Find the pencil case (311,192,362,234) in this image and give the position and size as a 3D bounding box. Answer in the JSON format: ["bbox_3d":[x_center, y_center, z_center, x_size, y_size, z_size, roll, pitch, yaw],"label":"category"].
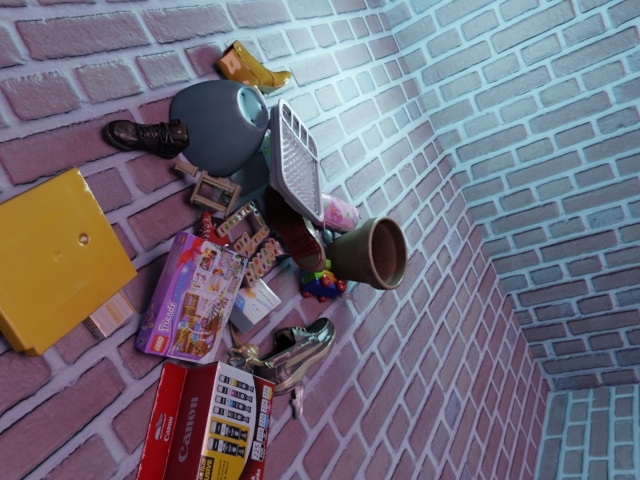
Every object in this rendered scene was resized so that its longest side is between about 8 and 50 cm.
[{"bbox_3d":[0.027,-0.099,1.971,0.284,0.124,0.124,20,59,-50],"label":"pencil case"}]

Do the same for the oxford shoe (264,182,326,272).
[{"bbox_3d":[-0.084,-0.041,1.793,0.348,0.123,0.130,67,6,20],"label":"oxford shoe"}]

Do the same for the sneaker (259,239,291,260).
[{"bbox_3d":[-0.139,0.026,1.746,0.135,0.052,0.058,15,58,-51],"label":"sneaker"}]

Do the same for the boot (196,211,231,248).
[{"bbox_3d":[-0.328,0.011,1.469,0.244,0.088,0.176,-9,78,-59],"label":"boot"}]

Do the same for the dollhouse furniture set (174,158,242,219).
[{"bbox_3d":[-0.330,-0.144,1.573,0.181,0.161,0.101,24,92,-6],"label":"dollhouse furniture set"}]

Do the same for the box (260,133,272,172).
[{"bbox_3d":[-0.110,-0.271,1.877,0.114,0.103,0.203,-25,95,-55],"label":"box"}]

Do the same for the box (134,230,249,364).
[{"bbox_3d":[-0.309,0.145,1.348,0.201,0.057,0.293,27,79,-46],"label":"box"}]

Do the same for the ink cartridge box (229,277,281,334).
[{"bbox_3d":[-0.187,0.176,1.569,0.104,0.061,0.181,47,35,5],"label":"ink cartridge box"}]

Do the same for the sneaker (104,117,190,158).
[{"bbox_3d":[-0.432,-0.279,1.418,0.227,0.130,0.087,10,65,-50],"label":"sneaker"}]

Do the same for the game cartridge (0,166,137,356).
[{"bbox_3d":[-0.554,0.037,1.125,0.285,0.052,0.324,67,31,-19],"label":"game cartridge"}]

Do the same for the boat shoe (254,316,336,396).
[{"bbox_3d":[-0.068,0.316,1.636,0.130,0.132,0.355,62,35,-10],"label":"boat shoe"}]

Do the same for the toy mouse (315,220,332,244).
[{"bbox_3d":[0.000,0.000,1.895,0.161,0.031,0.143,9,107,-50],"label":"toy mouse"}]

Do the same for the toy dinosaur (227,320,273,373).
[{"bbox_3d":[-0.215,0.306,1.504,0.183,0.053,0.092,43,43,15],"label":"toy dinosaur"}]

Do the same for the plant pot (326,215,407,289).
[{"bbox_3d":[0.152,0.056,1.960,0.263,0.229,0.263,16,70,-51],"label":"plant pot"}]

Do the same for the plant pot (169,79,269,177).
[{"bbox_3d":[-0.268,-0.354,1.620,0.290,0.195,0.290,28,53,-45],"label":"plant pot"}]

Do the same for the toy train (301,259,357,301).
[{"bbox_3d":[0.030,0.132,1.898,0.248,0.105,0.143,22,44,-48],"label":"toy train"}]

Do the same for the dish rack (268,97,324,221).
[{"bbox_3d":[-0.083,-0.236,1.685,0.285,0.072,0.333,45,34,-55],"label":"dish rack"}]

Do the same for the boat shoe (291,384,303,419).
[{"bbox_3d":[-0.073,0.483,1.641,0.035,0.035,0.100,12,66,-21],"label":"boat shoe"}]

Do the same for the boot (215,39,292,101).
[{"bbox_3d":[-0.223,-0.594,1.876,0.211,0.104,0.295,56,41,-21],"label":"boot"}]

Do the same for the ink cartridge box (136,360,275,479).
[{"bbox_3d":[-0.261,0.462,1.302,0.272,0.130,0.310,34,49,-40],"label":"ink cartridge box"}]

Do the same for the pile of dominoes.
[{"bbox_3d":[-0.192,0.001,1.592,0.196,0.040,0.251,59,28,-14],"label":"pile of dominoes"}]

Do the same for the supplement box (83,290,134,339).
[{"bbox_3d":[-0.475,0.167,1.227,0.062,0.036,0.098,60,36,-16],"label":"supplement box"}]
